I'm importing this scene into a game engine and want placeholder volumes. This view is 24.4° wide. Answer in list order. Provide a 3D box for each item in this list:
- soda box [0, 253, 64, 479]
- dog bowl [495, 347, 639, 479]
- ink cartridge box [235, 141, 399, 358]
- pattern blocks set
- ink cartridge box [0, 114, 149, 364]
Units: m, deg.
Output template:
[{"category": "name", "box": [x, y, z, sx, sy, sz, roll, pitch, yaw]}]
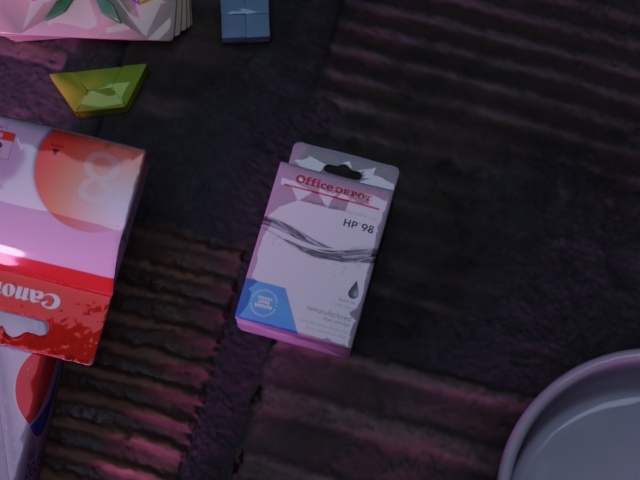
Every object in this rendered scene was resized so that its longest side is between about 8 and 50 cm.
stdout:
[{"category": "soda box", "box": [-0.271, 0.115, 1.237, 0.098, 0.091, 0.286, 10, 76, 2]}, {"category": "dog bowl", "box": [0.268, 0.225, 1.182, 0.265, 0.104, 0.264, -1, 68, 1]}, {"category": "ink cartridge box", "box": [0.000, 0.000, 1.278, 0.104, 0.060, 0.180, 14, 77, 4]}, {"category": "pattern blocks set", "box": [-0.211, -0.252, 1.359, 0.325, 0.026, 0.285, -12, 77, -3]}, {"category": "ink cartridge box", "box": [-0.231, -0.004, 1.197, 0.145, 0.045, 0.179, 13, 73, 3]}]
